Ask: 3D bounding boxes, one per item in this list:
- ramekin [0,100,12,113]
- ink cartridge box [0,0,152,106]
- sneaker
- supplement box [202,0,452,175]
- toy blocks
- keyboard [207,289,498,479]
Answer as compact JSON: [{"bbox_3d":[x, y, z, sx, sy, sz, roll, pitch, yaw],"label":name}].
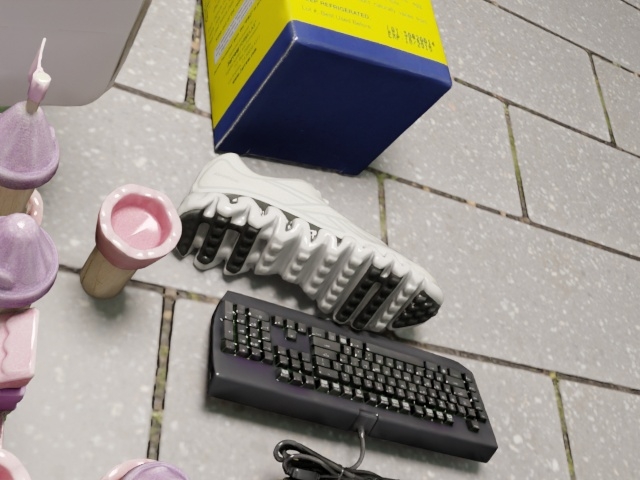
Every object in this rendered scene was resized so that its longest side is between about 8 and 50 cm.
[{"bbox_3d":[-0.365,-0.176,0.566,0.303,0.148,0.303,16,56,-25],"label":"ramekin"},{"bbox_3d":[-0.295,-0.293,0.473,0.279,0.160,0.385,-9,69,-36],"label":"ink cartridge box"},{"bbox_3d":[0.000,0.000,0.735,0.292,0.110,0.118,25,41,-15],"label":"sneaker"},{"bbox_3d":[-0.013,-0.284,0.830,0.194,0.195,0.357,8,61,-30],"label":"supplement box"},{"bbox_3d":[-0.226,0.062,0.445,0.308,0.260,0.289,9,60,-29],"label":"toy blocks"},{"bbox_3d":[0.041,0.159,0.686,0.317,0.033,0.202,19,41,-23],"label":"keyboard"}]
